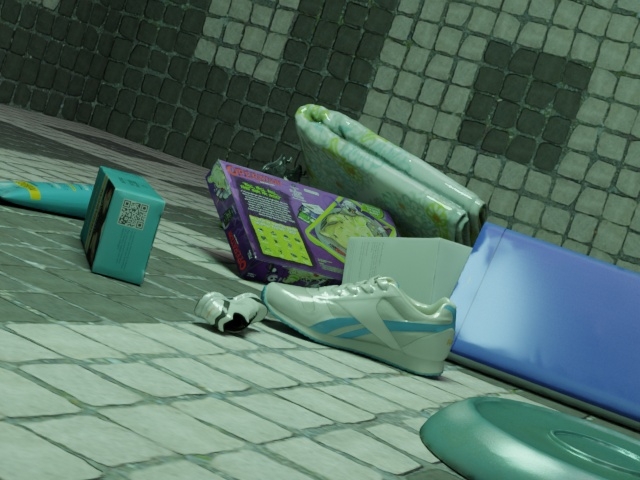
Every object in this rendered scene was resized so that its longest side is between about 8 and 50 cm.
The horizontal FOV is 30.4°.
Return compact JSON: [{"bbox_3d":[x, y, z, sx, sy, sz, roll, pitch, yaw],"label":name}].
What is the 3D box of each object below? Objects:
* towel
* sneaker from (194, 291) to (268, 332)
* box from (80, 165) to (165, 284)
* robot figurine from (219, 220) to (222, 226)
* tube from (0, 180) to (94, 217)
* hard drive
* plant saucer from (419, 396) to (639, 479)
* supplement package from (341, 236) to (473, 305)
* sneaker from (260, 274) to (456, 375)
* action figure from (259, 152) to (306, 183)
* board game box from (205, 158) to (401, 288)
[{"bbox_3d":[0.126,-0.055,2.044,0.374,0.090,0.320,33,-24,24],"label":"towel"},{"bbox_3d":[-0.087,0.081,1.240,0.043,0.040,0.109,39,18,26],"label":"sneaker"},{"bbox_3d":[-0.243,-0.023,1.421,0.060,0.101,0.244,15,5,-16],"label":"box"},{"bbox_3d":[-0.142,-0.043,2.207,0.101,0.067,0.115,-18,29,-40],"label":"robot figurine"},{"bbox_3d":[-0.382,-0.061,1.674,0.207,0.052,0.080,6,6,-44],"label":"tube"},{"bbox_3d":[0.328,0.111,1.530,0.318,0.210,0.040,20,-33,15],"label":"hard drive"},{"bbox_3d":[0.243,0.202,1.035,0.317,0.044,0.317,18,4,-1],"label":"plant saucer"},{"bbox_3d":[0.129,0.054,1.671,0.105,0.105,0.179,15,-8,-42],"label":"supplement package"},{"bbox_3d":[0.044,0.081,1.361,0.228,0.092,0.087,17,7,-4],"label":"sneaker"},{"bbox_3d":[-0.004,-0.012,2.013,0.276,0.141,0.164,46,1,9],"label":"action figure"},{"bbox_3d":[0.000,0.000,1.796,0.346,0.056,0.208,15,42,-37],"label":"board game box"}]
